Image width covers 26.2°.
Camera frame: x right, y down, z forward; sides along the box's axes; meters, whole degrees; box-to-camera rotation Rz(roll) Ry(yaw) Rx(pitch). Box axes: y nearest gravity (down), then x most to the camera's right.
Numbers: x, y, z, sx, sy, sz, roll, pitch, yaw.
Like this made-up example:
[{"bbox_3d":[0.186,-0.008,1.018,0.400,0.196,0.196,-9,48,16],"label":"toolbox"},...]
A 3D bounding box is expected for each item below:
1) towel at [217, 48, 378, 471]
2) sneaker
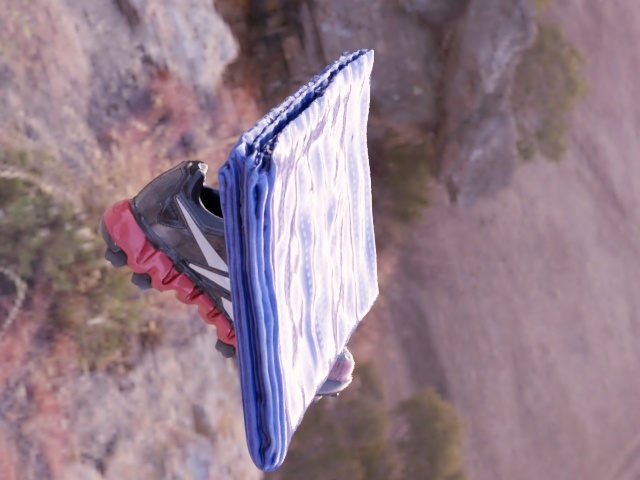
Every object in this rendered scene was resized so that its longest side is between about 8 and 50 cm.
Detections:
[{"bbox_3d":[0.000,0.000,1.073,0.336,0.040,0.243,-52,141,-64],"label":"towel"},{"bbox_3d":[-0.058,0.032,1.232,0.276,0.135,0.097,41,14,-15],"label":"sneaker"}]
